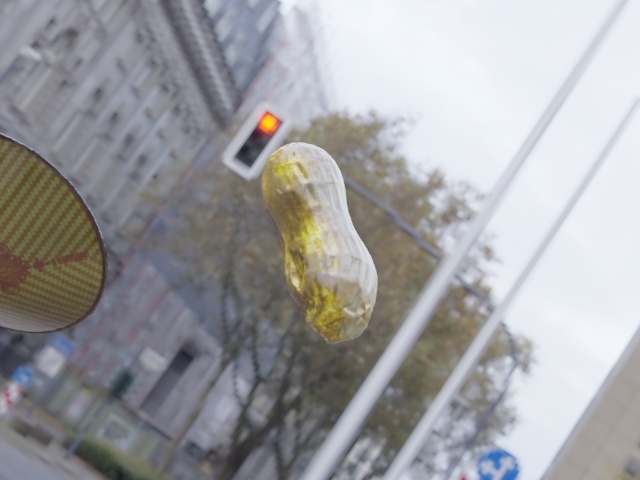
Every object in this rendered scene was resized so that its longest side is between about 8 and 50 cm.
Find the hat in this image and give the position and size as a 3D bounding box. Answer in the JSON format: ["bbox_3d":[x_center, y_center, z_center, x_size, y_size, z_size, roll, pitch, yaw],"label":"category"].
[{"bbox_3d":[-0.263,0.013,1.100,0.193,0.082,0.193,14,-51,18],"label":"hat"}]

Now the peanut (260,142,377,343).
[{"bbox_3d":[0.000,0.000,1.412,0.087,0.087,0.206,62,11,-70],"label":"peanut"}]
